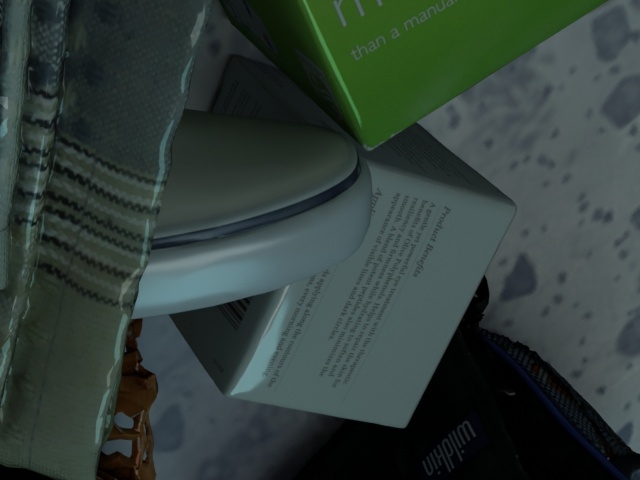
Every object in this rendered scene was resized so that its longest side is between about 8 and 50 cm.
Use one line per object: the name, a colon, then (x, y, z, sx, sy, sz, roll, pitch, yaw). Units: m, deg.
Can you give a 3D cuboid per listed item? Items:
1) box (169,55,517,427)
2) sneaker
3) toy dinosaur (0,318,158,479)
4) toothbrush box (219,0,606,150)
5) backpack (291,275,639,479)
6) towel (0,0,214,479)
box: (0.000, 0.000, 0.599, 0.087, 0.102, 0.101, 14, 110, -32)
sneaker: (-0.110, -0.035, 0.480, 0.258, 0.094, 0.091, 2, 118, -4)
toy dinosaur: (-0.140, 0.118, 0.593, 0.218, 0.164, 0.322, 8, 77, -48)
toothbrush box: (0.027, -0.205, 0.475, 0.206, 0.122, 0.283, -32, 128, -8)
backpack: (0.082, 0.201, 0.666, 0.213, 0.263, 0.276, 30, 101, -39)
towel: (-0.179, -0.092, 0.381, 0.324, 0.056, 0.312, 13, 116, -2)
